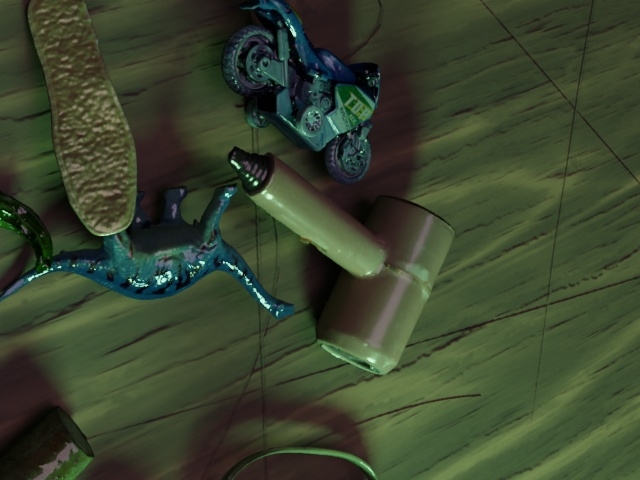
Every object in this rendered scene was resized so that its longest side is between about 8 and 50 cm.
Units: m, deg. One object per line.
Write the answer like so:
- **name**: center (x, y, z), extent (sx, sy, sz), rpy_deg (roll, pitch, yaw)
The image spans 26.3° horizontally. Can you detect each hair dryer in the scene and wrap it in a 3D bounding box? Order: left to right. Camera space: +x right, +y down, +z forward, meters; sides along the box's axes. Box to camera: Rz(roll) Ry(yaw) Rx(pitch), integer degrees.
- **hair dryer**: center (0.000, 0.000, 1.488), extent (0.344, 0.107, 0.189), rpy_deg (37, 75, -42)

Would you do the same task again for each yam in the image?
- **yam**: center (-0.283, 0.230, 1.339), extent (0.146, 0.069, 0.070), rpy_deg (-46, 120, -24)

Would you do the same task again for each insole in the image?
- **insole**: center (-0.228, -0.126, 1.329), extent (0.081, 0.011, 0.248), rpy_deg (-14, 86, -25)

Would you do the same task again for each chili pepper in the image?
- **chili pepper**: center (-0.302, -0.019, 1.313), extent (0.118, 0.035, 0.055), rpy_deg (44, 41, -23)

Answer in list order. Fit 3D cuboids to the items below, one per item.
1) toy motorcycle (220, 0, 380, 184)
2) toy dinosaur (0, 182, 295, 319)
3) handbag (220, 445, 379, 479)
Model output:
- **toy motorcycle**: center (-0.009, -0.171, 1.489), extent (0.254, 0.092, 0.135), rpy_deg (40, 72, -40)
- **toy dinosaur**: center (-0.164, 0.003, 1.400), extent (0.329, 0.076, 0.144), rpy_deg (4, 98, -30)
- **handbag**: center (-0.023, 0.340, 1.550), extent (0.256, 0.079, 0.219), rpy_deg (1, 88, -38)
